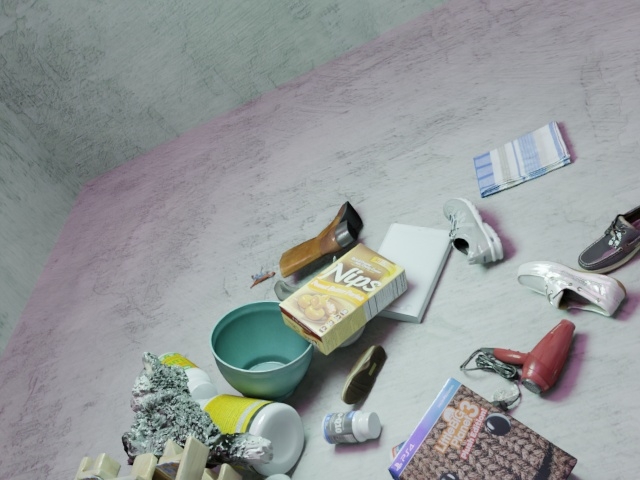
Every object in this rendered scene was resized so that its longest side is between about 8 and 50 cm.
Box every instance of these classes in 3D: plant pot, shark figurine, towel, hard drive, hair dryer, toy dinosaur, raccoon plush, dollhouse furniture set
[{"bbox_3d":[-0.154,0.336,2.129,0.293,0.196,0.293,-3,34,2],"label":"plant pot"},{"bbox_3d":[-0.064,0.150,2.381,0.278,0.116,0.166,-16,42,33],"label":"shark figurine"},{"bbox_3d":[0.603,-0.248,2.281,0.285,0.034,0.209,-23,37,23],"label":"towel"},{"bbox_3d":[0.245,0.088,2.187,0.203,0.040,0.307,9,55,30],"label":"hard drive"},{"bbox_3d":[0.468,0.274,1.769,0.293,0.080,0.223,-31,35,12],"label":"hair dryer"},{"bbox_3d":[-0.196,0.128,2.610,0.082,0.047,0.090,6,87,36],"label":"toy dinosaur"},{"bbox_3d":[-0.306,0.438,1.941,0.446,0.216,0.299,-2,58,12],"label":"raccoon plush"},{"bbox_3d":[-0.358,0.690,1.784,0.362,0.394,0.256,-18,40,28],"label":"dollhouse furniture set"}]

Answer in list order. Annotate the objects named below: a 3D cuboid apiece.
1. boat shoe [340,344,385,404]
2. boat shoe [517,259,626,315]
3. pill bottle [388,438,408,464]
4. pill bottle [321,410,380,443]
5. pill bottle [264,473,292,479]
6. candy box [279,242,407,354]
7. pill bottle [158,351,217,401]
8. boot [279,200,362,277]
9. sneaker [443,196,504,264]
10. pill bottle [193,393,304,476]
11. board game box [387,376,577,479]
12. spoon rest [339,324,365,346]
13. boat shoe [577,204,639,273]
[{"bbox_3d":[0.105,0.364,2.030,0.072,0.068,0.190,-11,32,53],"label":"boat shoe"},{"bbox_3d":[0.585,0.120,1.819,0.277,0.098,0.096,11,57,47],"label":"boat shoe"},{"bbox_3d":[0.275,0.472,1.685,0.221,0.124,0.124,-33,35,9],"label":"pill bottle"},{"bbox_3d":[0.078,0.472,1.908,0.137,0.078,0.078,-14,41,32],"label":"pill bottle"},{"bbox_3d":[-0.066,0.663,1.778,0.131,0.131,0.229,-43,34,-5],"label":"pill bottle"},{"bbox_3d":[0.066,0.155,2.081,0.316,0.087,0.183,-37,46,-24],"label":"candy box"},{"bbox_3d":[-0.424,0.449,2.350,0.136,0.136,0.246,-51,36,-16],"label":"pill bottle"},{"bbox_3d":[0.000,0.000,2.499,0.280,0.096,0.264,-30,27,21],"label":"boot"},{"bbox_3d":[0.404,-0.031,2.131,0.115,0.105,0.281,-21,34,-7],"label":"sneaker"},{"bbox_3d":[-0.221,0.517,2.038,0.334,0.188,0.188,-1,49,42],"label":"pill bottle"},{"bbox_3d":[0.323,0.462,1.521,0.291,0.141,0.232,31,73,22],"label":"board game box"},{"bbox_3d":[0.041,0.218,2.227,0.137,0.084,0.276,-38,33,-2],"label":"spoon rest"},{"bbox_3d":[0.748,-0.023,1.835,0.285,0.092,0.103,-32,35,11],"label":"boat shoe"}]
